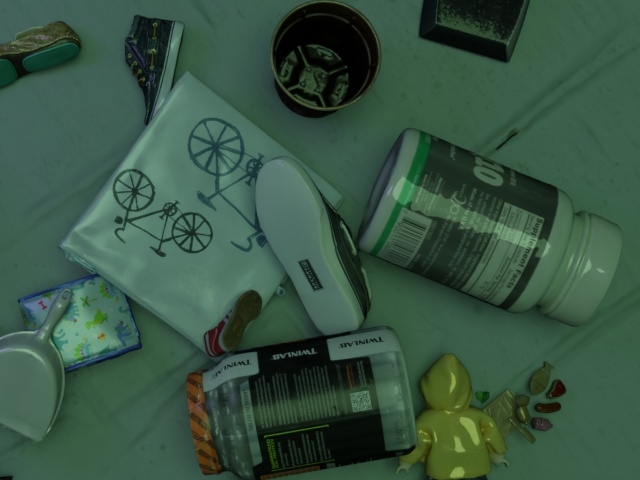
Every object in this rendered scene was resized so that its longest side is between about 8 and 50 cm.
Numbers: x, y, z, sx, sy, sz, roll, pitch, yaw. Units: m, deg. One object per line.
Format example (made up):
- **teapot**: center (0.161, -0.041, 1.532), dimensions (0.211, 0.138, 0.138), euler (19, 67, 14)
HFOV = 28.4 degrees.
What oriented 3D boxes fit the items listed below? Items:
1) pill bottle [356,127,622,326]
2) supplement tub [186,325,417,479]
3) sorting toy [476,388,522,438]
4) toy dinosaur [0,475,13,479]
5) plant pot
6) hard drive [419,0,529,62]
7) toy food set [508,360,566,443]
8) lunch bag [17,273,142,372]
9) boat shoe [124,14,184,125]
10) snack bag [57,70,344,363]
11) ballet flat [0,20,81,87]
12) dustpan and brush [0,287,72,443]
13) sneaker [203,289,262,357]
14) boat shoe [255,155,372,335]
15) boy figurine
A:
- **pill bottle**: center (0.254, -0.013, 1.910), dimensions (0.361, 0.204, 0.204), euler (22, 82, -5)
- **supplement tub**: center (-0.027, 0.242, 1.843), dimensions (0.315, 0.193, 0.194), euler (-9, 85, -1)
- **sorting toy**: center (0.281, 0.262, 1.979), dimensions (0.062, 0.012, 0.083), euler (-36, 89, -12)
- **toy dinosaur**: center (-0.578, 0.337, 1.823), dimensions (0.218, 0.164, 0.322), euler (24, 100, 11)
- **plant pot**: center (-0.002, -0.264, 1.924), dimensions (0.166, 0.165, 0.167), euler (1, 85, -7)
- **hard drive**: center (0.265, -0.430, 2.030), dimensions (0.171, 0.054, 0.255), euler (16, 82, -5)
- **toy food set**: center (0.343, 0.257, 1.977), dimensions (0.078, 0.019, 0.122), euler (46, 64, -3)
- **lunch bag**: center (-0.353, 0.123, 1.874), dimensions (0.151, 0.096, 0.129), euler (-20, 86, 1)
- **boat shoe**: center (-0.266, -0.257, 1.945), dimensions (0.083, 0.065, 0.183), euler (11, 76, -4)
- **snack bag**: center (-0.172, -0.027, 1.905), dimensions (0.323, 0.037, 0.343), euler (38, 78, -17)
- **ballet flat**: center (-0.469, -0.282, 1.928), dimensions (0.206, 0.073, 0.067), euler (-19, 59, -11)
- **dustpan and brush**: center (-0.411, 0.164, 1.805), dimensions (0.147, 0.060, 0.211), euler (29, 99, -9)
- **sneaker**: center (-0.133, 0.126, 1.884), dimensions (0.042, 0.067, 0.118), euler (44, 47, -14)
- **boat shoe**: center (0.000, 0.000, 1.895), dimensions (0.301, 0.108, 0.102), euler (64, 36, -17)
- **boy figurine**: center (0.195, 0.317, 1.924), dimensions (0.177, 0.092, 0.285), euler (-9, 84, -8)
